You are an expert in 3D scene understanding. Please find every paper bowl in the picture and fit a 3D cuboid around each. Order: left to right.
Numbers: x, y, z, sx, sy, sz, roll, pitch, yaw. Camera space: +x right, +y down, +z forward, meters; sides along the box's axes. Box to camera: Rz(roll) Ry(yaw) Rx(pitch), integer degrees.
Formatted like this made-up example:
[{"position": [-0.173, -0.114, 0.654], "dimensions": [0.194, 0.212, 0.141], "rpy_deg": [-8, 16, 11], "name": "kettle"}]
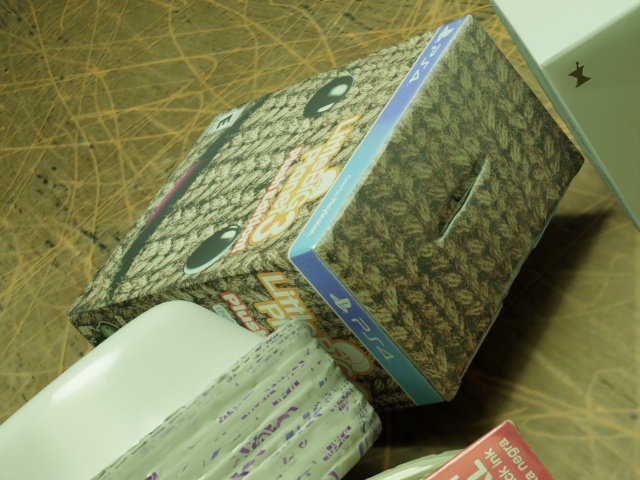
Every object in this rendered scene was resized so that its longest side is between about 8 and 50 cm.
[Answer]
[{"position": [-0.114, 0.147, 1.036], "dimensions": [0.284, 0.148, 0.284], "rpy_deg": [-40, -1, -1], "name": "paper bowl"}]

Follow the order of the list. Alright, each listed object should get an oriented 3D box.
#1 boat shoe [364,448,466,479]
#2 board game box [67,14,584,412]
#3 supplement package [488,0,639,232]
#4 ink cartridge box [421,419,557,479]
[{"position": [0.003, 0.242, 0.928], "dimensions": [0.324, 0.123, 0.116], "rpy_deg": [-40, 34, 5], "name": "boat shoe"}, {"position": [0.000, 0.000, 1.221], "dimensions": [0.291, 0.141, 0.232], "rpy_deg": [-16, 33, 48], "name": "board game box"}, {"position": [0.242, -0.145, 1.160], "dimensions": [0.199, 0.198, 0.263], "rpy_deg": [-32, 28, 8], "name": "supplement package"}, {"position": [0.021, 0.208, 0.780], "dimensions": [0.237, 0.172, 0.100], "rpy_deg": [-34, 66, -8], "name": "ink cartridge box"}]
